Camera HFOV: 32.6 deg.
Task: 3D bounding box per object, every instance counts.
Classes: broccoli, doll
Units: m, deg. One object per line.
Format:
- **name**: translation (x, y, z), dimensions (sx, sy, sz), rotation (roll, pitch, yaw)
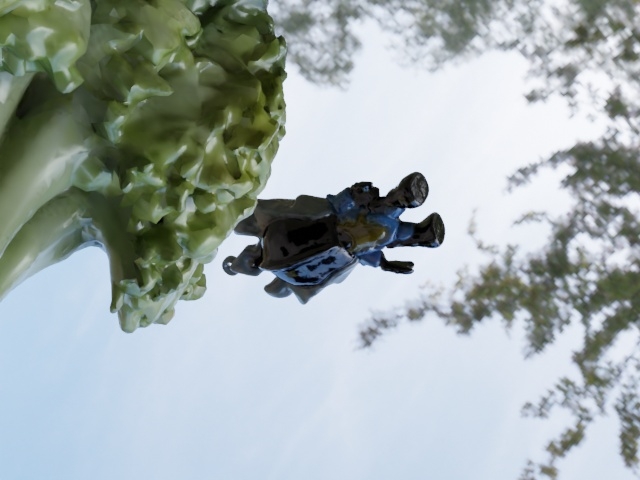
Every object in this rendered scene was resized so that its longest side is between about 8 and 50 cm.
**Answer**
- **broccoli**: translation (-0.187, -0.059, 0.542), dimensions (0.293, 0.348, 0.280), rotation (-16, -138, 27)
- **doll**: translation (0.000, 0.000, 0.853), dimensions (0.195, 0.096, 0.070), rotation (-16, -160, 30)
